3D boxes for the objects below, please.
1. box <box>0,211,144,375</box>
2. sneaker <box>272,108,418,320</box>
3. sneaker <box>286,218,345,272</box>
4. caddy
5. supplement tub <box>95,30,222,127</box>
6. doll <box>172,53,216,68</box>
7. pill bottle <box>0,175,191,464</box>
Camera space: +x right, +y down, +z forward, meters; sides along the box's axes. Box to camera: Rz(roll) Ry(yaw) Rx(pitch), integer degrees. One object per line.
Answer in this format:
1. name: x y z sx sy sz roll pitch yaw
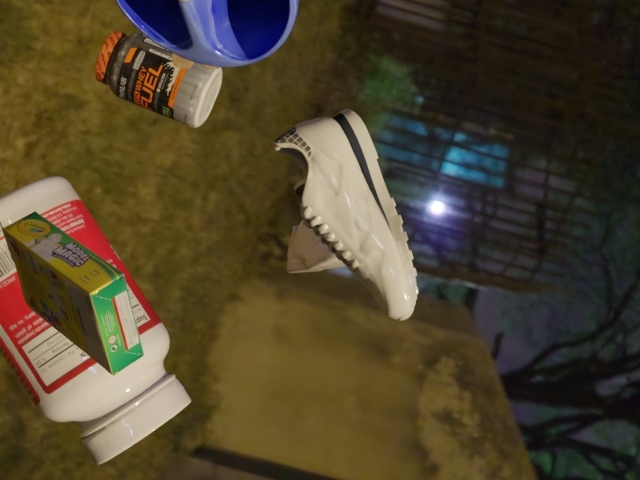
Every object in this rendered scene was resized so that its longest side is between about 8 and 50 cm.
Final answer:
1. box: -0.245 0.045 1.078 0.043 0.179 0.105 -34 135 -32
2. sneaker: 0.030 -0.019 1.182 0.090 0.095 0.235 128 -59 -72
3. sneaker: 0.000 0.000 1.771 0.212 0.080 0.094 -11 -98 60
4. caddy: -0.133 -0.356 1.271 0.341 0.241 0.179 87 19 -47
5. supplement tub: -0.269 -0.272 1.859 0.117 0.190 0.117 22 90 -86
6. doll: -0.154 -0.294 1.525 0.189 0.129 0.046 -75 165 -55
7. pill bottle: -0.379 0.125 1.706 0.229 0.407 0.229 -33 180 0
